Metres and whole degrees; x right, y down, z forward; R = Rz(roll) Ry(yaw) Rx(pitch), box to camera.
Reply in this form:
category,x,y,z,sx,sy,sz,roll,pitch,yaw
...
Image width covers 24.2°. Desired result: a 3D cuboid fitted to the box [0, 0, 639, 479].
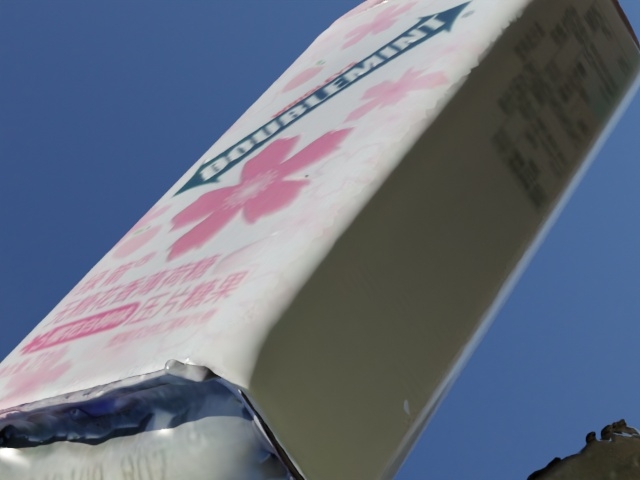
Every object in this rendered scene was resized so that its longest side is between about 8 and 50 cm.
category,x,y,z,sx,sy,sz,roll,pitch,yaw
box,0.000,0.000,0.679,0.112,0.190,0.370,57,-138,-16

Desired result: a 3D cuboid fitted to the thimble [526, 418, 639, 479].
category,x,y,z,sx,sy,sz,roll,pitch,yaw
thimble,0.128,0.148,0.677,0.115,0.102,0.090,-18,-120,-43
